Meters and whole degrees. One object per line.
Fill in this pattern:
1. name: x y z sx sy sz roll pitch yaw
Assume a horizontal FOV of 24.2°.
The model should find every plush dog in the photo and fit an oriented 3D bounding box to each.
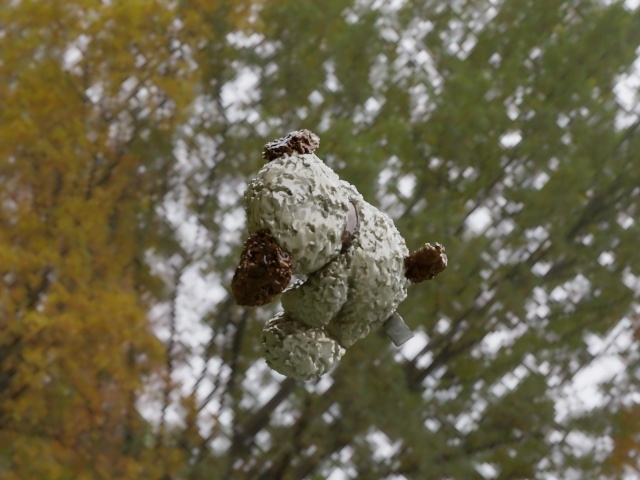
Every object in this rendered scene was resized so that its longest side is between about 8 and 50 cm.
1. plush dog: 0.000 0.000 1.692 0.211 0.262 0.225 -15 -39 35
